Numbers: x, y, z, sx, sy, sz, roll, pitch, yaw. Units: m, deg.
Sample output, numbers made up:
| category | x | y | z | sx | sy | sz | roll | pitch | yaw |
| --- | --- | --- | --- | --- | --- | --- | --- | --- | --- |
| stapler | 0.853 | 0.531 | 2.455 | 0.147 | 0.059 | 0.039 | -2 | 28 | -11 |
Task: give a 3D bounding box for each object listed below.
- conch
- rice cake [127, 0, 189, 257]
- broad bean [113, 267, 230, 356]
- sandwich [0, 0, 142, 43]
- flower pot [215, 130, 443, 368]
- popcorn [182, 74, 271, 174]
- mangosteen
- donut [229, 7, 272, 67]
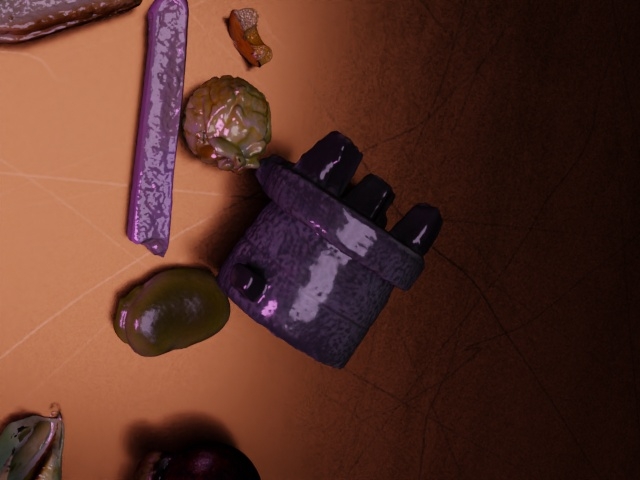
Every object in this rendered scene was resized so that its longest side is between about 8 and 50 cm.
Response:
| category | x | y | z | sx | sy | sz | roll | pitch | yaw |
| --- | --- | --- | --- | --- | --- | --- | --- | --- | --- |
| conch | -0.443 | 0.381 | 1.246 | 0.143 | 0.137 | 0.251 | 2 | 95 | -18 |
| rice cake | -0.240 | -0.172 | 1.293 | 0.064 | 0.070 | 0.399 | 5 | 94 | -15 |
| broad bean | -0.227 | 0.109 | 1.328 | 0.174 | 0.082 | 0.124 | -29 | 105 | -24 |
| sandwich | -0.400 | -0.426 | 1.195 | 0.254 | 0.099 | 0.289 | -17 | 102 | -17 |
| flower pot | 0.000 | 0.000 | 1.294 | 0.299 | 0.299 | 0.283 | 35 | 93 | -19 |
| popcorn | -0.139 | -0.176 | 1.295 | 0.141 | 0.162 | 0.136 | 20 | 126 | 15 |
| mangosteen | -0.181 | 0.404 | 1.316 | 0.209 | 0.210 | 0.210 | -2 | 96 | -19 |
| donut | -0.103 | -0.310 | 1.330 | 0.038 | 0.067 | 0.083 | -33 | 71 | -30 |
